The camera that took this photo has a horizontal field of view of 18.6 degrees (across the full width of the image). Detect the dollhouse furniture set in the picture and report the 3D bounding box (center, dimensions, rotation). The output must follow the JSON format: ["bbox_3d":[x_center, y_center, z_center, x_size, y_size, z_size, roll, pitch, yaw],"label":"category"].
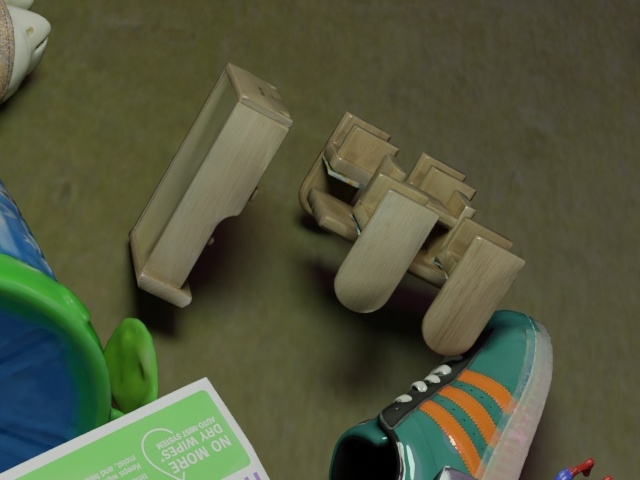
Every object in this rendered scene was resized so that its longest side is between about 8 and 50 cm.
[{"bbox_3d":[0.000,0.000,1.481,0.242,0.161,0.212,27,13,-17],"label":"dollhouse furniture set"}]

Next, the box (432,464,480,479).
[{"bbox_3d":[0.112,0.284,1.231,0.183,0.059,0.232,25,65,0],"label":"box"}]

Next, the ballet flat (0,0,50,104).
[{"bbox_3d":[-0.278,-0.189,1.590,0.106,0.107,0.316,8,44,-29],"label":"ballet flat"}]

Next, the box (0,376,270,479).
[{"bbox_3d":[-0.176,0.214,1.075,0.262,0.231,0.127,-23,77,-36],"label":"box"}]

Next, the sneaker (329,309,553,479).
[{"bbox_3d":[0.081,0.141,1.399,0.121,0.108,0.302,28,42,-2],"label":"sneaker"}]

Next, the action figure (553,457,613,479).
[{"bbox_3d":[0.162,0.195,1.442,0.115,0.030,0.038,-16,49,-31],"label":"action figure"}]

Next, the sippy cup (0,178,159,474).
[{"bbox_3d":[-0.268,0.049,1.261,0.240,0.305,0.224,-29,39,4],"label":"sippy cup"}]
